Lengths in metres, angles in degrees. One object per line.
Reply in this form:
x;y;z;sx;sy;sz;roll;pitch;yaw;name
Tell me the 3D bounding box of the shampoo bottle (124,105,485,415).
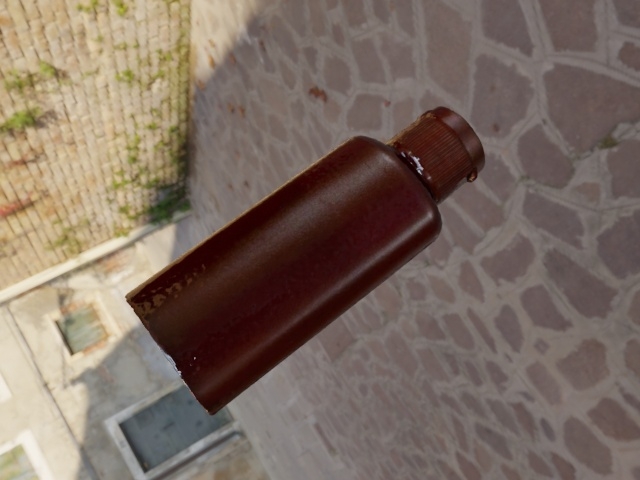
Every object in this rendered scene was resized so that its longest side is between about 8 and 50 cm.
0.000;0.000;0.492;0.102;0.260;0.064;48;166;20;shampoo bottle
